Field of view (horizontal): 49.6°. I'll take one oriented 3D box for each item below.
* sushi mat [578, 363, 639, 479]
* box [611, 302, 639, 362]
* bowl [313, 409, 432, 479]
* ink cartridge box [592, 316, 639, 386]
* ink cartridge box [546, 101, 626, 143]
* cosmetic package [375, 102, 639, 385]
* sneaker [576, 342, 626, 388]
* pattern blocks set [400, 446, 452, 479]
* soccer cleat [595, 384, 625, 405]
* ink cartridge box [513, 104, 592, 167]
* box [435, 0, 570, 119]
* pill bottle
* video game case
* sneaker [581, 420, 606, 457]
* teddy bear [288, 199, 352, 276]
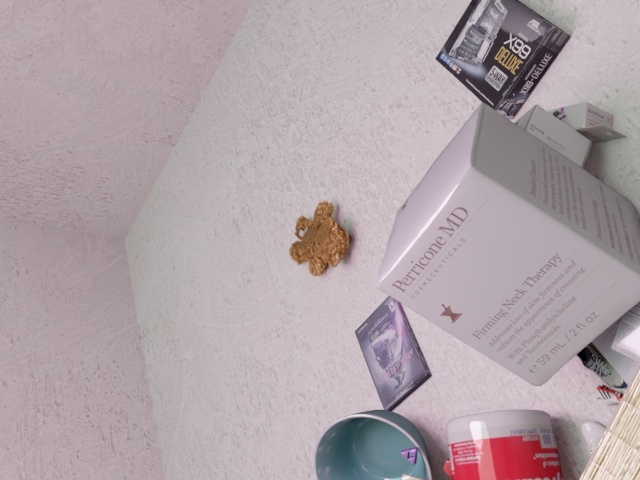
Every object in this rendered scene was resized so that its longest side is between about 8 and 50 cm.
[{"bbox_3d":[0.581,0.383,1.255,0.151,0.019,0.317,31,95,54],"label":"sushi mat"},{"bbox_3d":[0.619,0.160,1.256,0.126,0.072,0.137,30,111,54],"label":"box"},{"bbox_3d":[0.153,0.562,1.783,0.311,0.163,0.312,5,103,21],"label":"bowl"},{"bbox_3d":[0.676,0.164,1.295,0.304,0.072,0.307,-60,43,30],"label":"ink cartridge box"},{"bbox_3d":[0.571,-0.255,1.535,0.181,0.104,0.062,-3,78,53],"label":"ink cartridge box"},{"bbox_3d":[0.377,0.004,1.388,0.329,0.393,0.327,-56,5,34],"label":"cosmetic package"},{"bbox_3d":[0.572,0.258,1.432,0.135,0.058,0.052,47,119,48],"label":"sneaker"},{"bbox_3d":[0.257,0.650,1.656,0.285,0.026,0.325,-4,100,23],"label":"pattern blocks set"},{"bbox_3d":[0.597,0.323,1.409,0.083,0.029,0.036,20,106,58],"label":"soccer cleat"},{"bbox_3d":[0.471,-0.185,1.548,0.093,0.154,0.212,-61,6,-23],"label":"ink cartridge box"},{"bbox_3d":[0.458,-0.494,1.782,0.242,0.076,0.307,-58,40,27],"label":"box"},{"bbox_3d":[0.400,0.572,1.440,0.229,0.229,0.408,-29,59,47],"label":"pill bottle"},{"bbox_3d":[0.200,0.317,1.967,0.196,0.026,0.274,-51,43,34],"label":"video game case"},{"bbox_3d":[0.568,0.429,1.390,0.054,0.061,0.152,-55,40,33],"label":"sneaker"},{"bbox_3d":[0.000,0.000,2.283,0.338,0.113,0.245,-31,50,56],"label":"teddy bear"}]
